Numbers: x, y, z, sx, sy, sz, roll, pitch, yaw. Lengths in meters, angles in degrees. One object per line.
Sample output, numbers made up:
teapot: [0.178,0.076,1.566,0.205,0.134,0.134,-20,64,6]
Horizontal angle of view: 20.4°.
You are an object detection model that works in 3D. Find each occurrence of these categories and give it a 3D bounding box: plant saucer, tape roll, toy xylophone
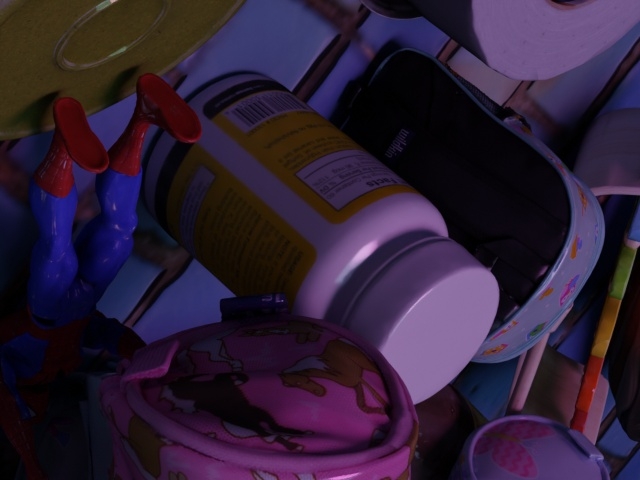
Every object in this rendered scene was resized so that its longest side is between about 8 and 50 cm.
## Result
plant saucer: [-0.110,-0.118,0.882,0.241,0.037,0.241,-31,166,-9]
tape roll: [0.149,-0.207,1.076,0.219,0.072,0.219,-31,144,-26]
toy xylophone: [0.211,0.054,1.421,0.323,0.081,0.236,97,12,-47]

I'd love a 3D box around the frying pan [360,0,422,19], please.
frying pan: [0.124,-0.269,1.086,0.326,0.053,0.197,-44,149,-12]

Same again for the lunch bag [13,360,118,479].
lunch bag: [-0.097,0.208,1.199,0.223,0.160,0.262,5,108,-36]

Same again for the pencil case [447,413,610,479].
pencil case: [0.140,0.263,1.387,0.124,0.113,0.273,-5,131,-19]

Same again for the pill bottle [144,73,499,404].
pill bottle: [0.000,0.000,1.064,0.119,0.208,0.119,-31,143,-26]

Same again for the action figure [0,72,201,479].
action figure: [-0.126,0.051,1.002,0.091,0.139,0.280,-18,155,-33]

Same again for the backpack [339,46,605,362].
backpack: [0.091,-0.010,1.184,0.166,0.188,0.144,-52,148,2]

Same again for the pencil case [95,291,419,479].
pencil case: [-0.052,0.226,1.012,0.160,0.167,0.386,-12,126,-30]

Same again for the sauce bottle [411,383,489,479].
sauce bottle: [0.077,0.159,1.415,0.111,0.111,0.344,-47,148,-4]

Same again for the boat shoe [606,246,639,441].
boat shoe: [0.313,0.047,1.581,0.122,0.120,0.324,-6,140,-16]
